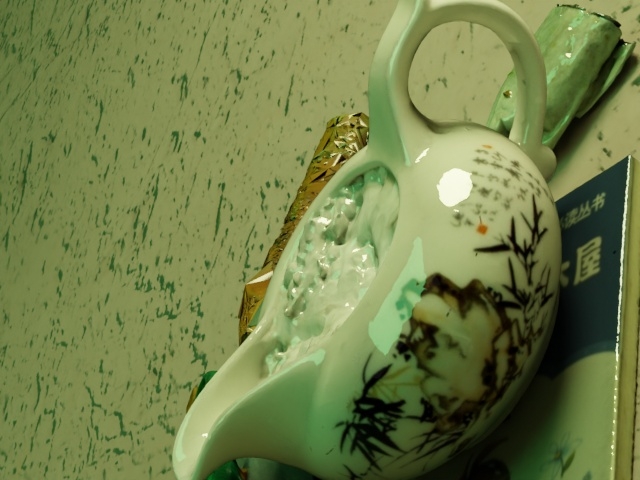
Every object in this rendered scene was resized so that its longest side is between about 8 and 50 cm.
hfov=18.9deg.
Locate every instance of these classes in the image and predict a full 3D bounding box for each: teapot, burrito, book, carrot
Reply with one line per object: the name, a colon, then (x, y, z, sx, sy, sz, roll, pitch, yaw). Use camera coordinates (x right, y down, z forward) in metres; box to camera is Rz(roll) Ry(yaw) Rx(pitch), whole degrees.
teapot: (0.040, 0.010, 1.049, 0.208, 0.165, 0.300, -161, 88, -78)
burrito: (0.133, -0.086, 1.145, 0.118, 0.044, 0.074, -54, 29, 6)
book: (0.086, 0.128, 1.035, 0.228, 0.018, 0.322, -35, 35, 43)
carrot: (0.001, 0.000, 1.235, 0.069, 0.069, 0.229, -39, 19, 38)

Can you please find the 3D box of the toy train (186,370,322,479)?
toy train: (-0.041, 0.166, 1.140, 0.228, 0.091, 0.136, -101, 28, -62)
